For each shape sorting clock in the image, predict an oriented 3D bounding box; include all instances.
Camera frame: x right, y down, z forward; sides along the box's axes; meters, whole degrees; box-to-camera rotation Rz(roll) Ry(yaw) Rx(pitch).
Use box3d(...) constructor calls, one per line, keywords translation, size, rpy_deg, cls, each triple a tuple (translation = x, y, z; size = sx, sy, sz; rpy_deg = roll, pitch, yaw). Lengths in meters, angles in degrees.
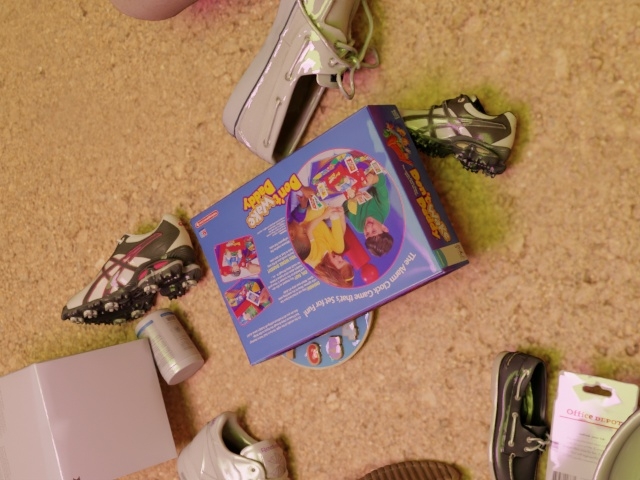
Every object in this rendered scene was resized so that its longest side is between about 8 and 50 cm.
box3d(translation=(-0.016, 0.089, 1.399), size=(0.206, 0.040, 0.206), rpy_deg=(2, 93, 31), cls="shape sorting clock")

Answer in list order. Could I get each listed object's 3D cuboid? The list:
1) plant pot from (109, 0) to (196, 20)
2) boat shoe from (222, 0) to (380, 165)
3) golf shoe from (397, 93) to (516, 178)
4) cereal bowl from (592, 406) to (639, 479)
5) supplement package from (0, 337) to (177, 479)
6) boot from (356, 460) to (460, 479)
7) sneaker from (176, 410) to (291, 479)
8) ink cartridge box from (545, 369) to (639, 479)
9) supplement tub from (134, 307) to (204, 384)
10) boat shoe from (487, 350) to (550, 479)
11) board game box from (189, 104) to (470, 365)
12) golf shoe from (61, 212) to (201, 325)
box3d(translation=(-0.194, -0.477, 1.338), size=(0.305, 0.333, 0.334), rpy_deg=(-29, 77, 43), cls="plant pot")
box3d(translation=(0.003, -0.254, 1.318), size=(0.156, 0.135, 0.367), rpy_deg=(44, 115, 22), cls="boat shoe")
box3d(translation=(0.170, -0.155, 1.270), size=(0.198, 0.077, 0.094), rpy_deg=(24, 87, 26), cls="golf shoe")
box3d(translation=(0.474, 0.308, 1.052), size=(0.338, 0.141, 0.339), rpy_deg=(2, 95, 24), cls="cereal bowl")
box3d(translation=(-0.396, 0.288, 1.507), size=(0.262, 0.198, 0.199), rpy_deg=(-21, 82, 46), cls="supplement package")
box3d(translation=(0.099, 0.429, 1.332), size=(0.248, 0.090, 0.207), rpy_deg=(-19, 105, 8), cls="boot")
box3d(translation=(-0.091, 0.389, 1.414), size=(0.305, 0.114, 0.152), rpy_deg=(45, 114, 21), cls="sneaker")
box3d(translation=(0.343, 0.252, 1.183), size=(0.104, 0.060, 0.180), rpy_deg=(9, 97, 30), cls="ink cartridge box")
box3d(translation=(-0.242, 0.168, 1.519), size=(0.071, 0.071, 0.107), rpy_deg=(-44, 71, 25), cls="supplement tub")
box3d(translation=(0.260, 0.245, 1.219), size=(0.065, 0.075, 0.206), rpy_deg=(-5, 85, 46), cls="boat shoe")
box3d(translation=(0.000, 0.000, 1.301), size=(0.347, 0.078, 0.233), rpy_deg=(-29, 81, 34), cls="board game box")
box3d(translation=(-0.311, 0.059, 1.553), size=(0.272, 0.105, 0.120), rpy_deg=(-25, 64, 23), cls="golf shoe")
